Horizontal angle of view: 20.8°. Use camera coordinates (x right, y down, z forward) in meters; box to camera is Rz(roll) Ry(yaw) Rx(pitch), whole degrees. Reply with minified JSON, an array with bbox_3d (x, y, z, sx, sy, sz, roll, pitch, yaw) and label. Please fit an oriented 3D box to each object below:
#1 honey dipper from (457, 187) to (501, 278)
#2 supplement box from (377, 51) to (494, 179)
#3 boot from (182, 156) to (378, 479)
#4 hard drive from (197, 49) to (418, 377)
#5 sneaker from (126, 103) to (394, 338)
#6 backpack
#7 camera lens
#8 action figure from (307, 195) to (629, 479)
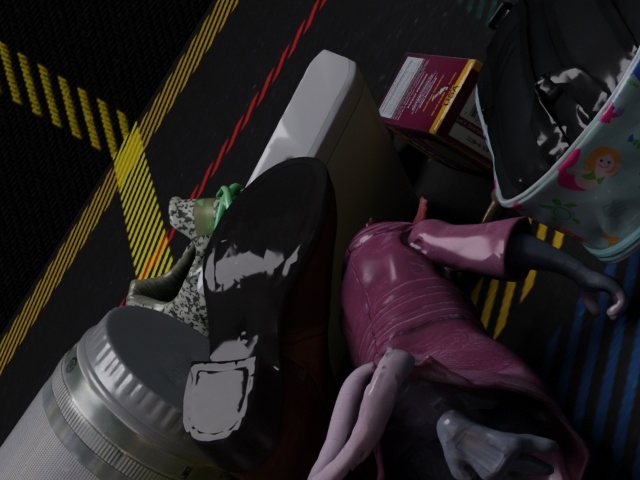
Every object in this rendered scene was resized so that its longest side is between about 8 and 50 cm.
[{"bbox_3d":[0.130,0.021,1.573,0.161,0.030,0.030,-59,18,-8],"label":"honey dipper"},{"bbox_3d":[0.134,-0.117,1.646,0.081,0.104,0.188,-61,18,-1],"label":"supplement box"},{"bbox_3d":[0.007,0.103,1.417,0.096,0.280,0.264,-7,59,25],"label":"boot"},{"bbox_3d":[0.000,0.000,1.593,0.233,0.047,0.353,-63,-18,-11],"label":"hard drive"},{"bbox_3d":[-0.073,-0.006,1.895,0.410,0.182,0.158,-50,20,27],"label":"sneaker"},{"bbox_3d":[0.224,-0.107,1.255,0.225,0.191,0.253,-53,12,27],"label":"backpack"},{"bbox_3d":[-0.217,0.234,1.845,0.274,0.219,0.219,-54,19,18],"label":"camera lens"},{"bbox_3d":[0.065,0.094,1.281,0.248,0.275,0.370,-57,31,28],"label":"action figure"}]
